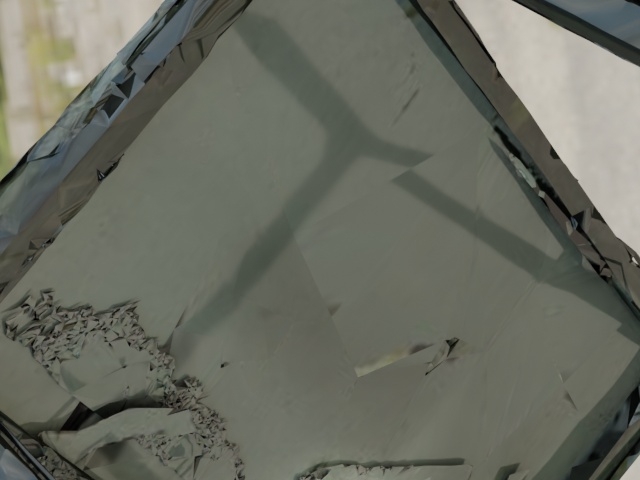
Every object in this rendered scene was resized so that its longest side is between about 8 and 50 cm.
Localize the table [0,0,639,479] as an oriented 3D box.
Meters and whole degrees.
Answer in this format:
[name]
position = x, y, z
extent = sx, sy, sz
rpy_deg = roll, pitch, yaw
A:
[table]
position = 0.086, 0.095, 0.625
extent = 0.272, 0.222, 0.335
rpy_deg = 35, 173, 44
